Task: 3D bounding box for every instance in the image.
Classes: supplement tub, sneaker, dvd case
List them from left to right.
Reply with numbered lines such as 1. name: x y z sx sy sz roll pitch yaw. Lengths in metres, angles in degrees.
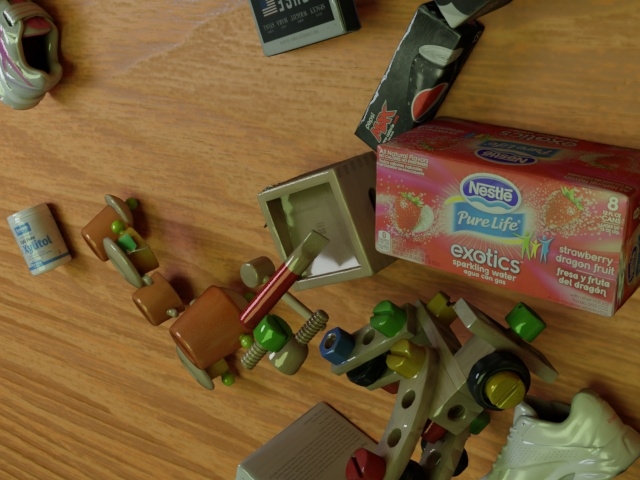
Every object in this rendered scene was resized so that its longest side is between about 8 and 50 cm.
1. sneaker: -0.440 -0.321 1.263 0.111 0.103 0.252 -8 111 37
2. supplement tub: -0.463 -0.002 1.440 0.071 0.071 0.107 -17 99 42
3. dvd case: -0.044 -0.328 0.940 0.179 0.030 0.238 5 114 59
4. sneaker: 0.241 0.233 0.979 0.232 0.090 0.115 -39 77 34

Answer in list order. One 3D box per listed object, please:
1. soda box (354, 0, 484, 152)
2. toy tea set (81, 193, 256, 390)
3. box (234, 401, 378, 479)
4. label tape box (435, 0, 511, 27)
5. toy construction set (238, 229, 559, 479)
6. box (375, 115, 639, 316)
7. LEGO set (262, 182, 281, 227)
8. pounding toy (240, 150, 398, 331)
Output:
1. soda box: 0.101 -0.165 0.918 0.060 0.053 0.169 41 131 17
2. toy tea set: -0.207 0.055 1.257 0.336 0.124 0.200 51 162 5
3. box: -0.031 0.349 1.175 0.119 0.182 0.181 35 128 22
4. label tape box: 0.179 -0.370 0.705 0.334 0.106 0.240 -33 88 49
5. toy construction set: 0.093 0.103 0.907 0.309 0.257 0.237 39 111 0
6. box: 0.192 -0.033 0.855 0.257 0.128 0.122 16 120 34
7. LEGO set: -0.047 -0.033 1.126 0.054 0.023 0.083 7 101 34
8. pounding toy: -0.001 0.010 1.054 0.206 0.094 0.181 -14 100 42
